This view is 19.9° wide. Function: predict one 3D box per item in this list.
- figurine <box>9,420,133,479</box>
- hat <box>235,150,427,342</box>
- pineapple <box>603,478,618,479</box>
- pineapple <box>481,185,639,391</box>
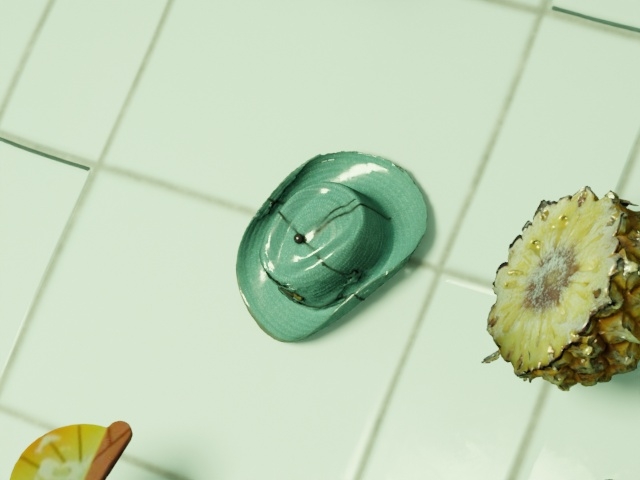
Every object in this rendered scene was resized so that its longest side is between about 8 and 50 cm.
[{"bbox_3d":[-0.245,0.303,1.522,0.388,0.248,0.276,-5,68,12],"label":"figurine"},{"bbox_3d":[0.000,0.000,1.587,0.191,0.078,0.138,-46,63,3],"label":"hat"},{"bbox_3d":[0.198,0.274,1.405,0.108,0.108,0.197,7,63,25],"label":"pineapple"},{"bbox_3d":[0.232,0.054,1.446,0.176,0.137,0.161,-38,36,46],"label":"pineapple"}]
